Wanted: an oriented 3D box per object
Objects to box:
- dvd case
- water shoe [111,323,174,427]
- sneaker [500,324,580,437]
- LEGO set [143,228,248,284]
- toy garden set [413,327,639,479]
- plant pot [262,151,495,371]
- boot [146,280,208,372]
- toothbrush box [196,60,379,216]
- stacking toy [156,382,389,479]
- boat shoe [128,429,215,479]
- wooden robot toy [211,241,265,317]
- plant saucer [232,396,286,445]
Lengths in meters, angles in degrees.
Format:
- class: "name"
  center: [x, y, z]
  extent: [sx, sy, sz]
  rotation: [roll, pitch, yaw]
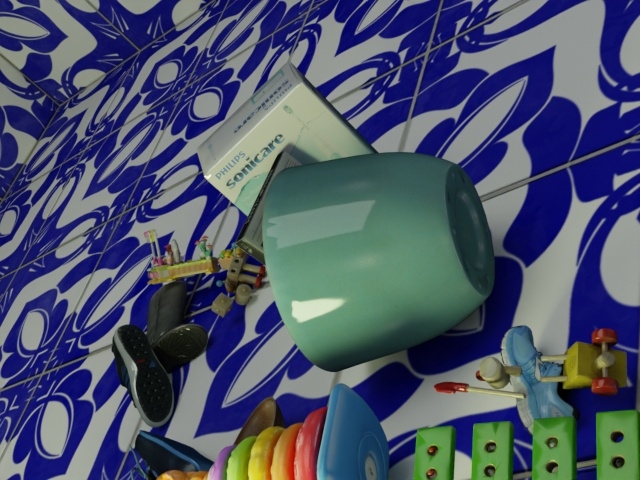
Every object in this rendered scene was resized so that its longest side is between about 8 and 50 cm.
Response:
- class: "dvd case"
  center: [0.000, 0.000, 1.565]
  extent: [0.029, 0.239, 0.179]
  rotation: [-30, 31, 50]
- class: "water shoe"
  center: [-0.318, 0.248, 1.838]
  extent: [0.203, 0.073, 0.080]
  rotation: [67, 147, 26]
- class: "sneaker"
  center: [0.261, 0.161, 1.194]
  extent: [0.073, 0.063, 0.162]
  rotation: [-27, 41, 16]
- class: "LEGO set"
  center: [-0.269, 0.020, 2.012]
  extent: [0.132, 0.107, 0.287]
  rotation: [-12, 1, -39]
- class: "toy garden set"
  center: [0.224, 0.206, 1.105]
  extent: [0.244, 0.049, 0.203]
  rotation: [-10, 55, 29]
- class: "plant pot"
  center: [0.096, 0.011, 1.387]
  extent: [0.235, 0.293, 0.293]
  rotation: [-15, 39, 24]
- class: "boot"
  center: [-0.274, 0.153, 1.953]
  extent: [0.190, 0.076, 0.208]
  rotation: [-30, 25, 26]
- class: "toothbrush box"
  center: [-0.022, -0.106, 1.675]
  extent: [0.216, 0.295, 0.126]
  rotation: [-43, 28, 9]
- class: "stacking toy"
  center: [-0.076, 0.298, 1.268]
  extent: [0.302, 0.175, 0.165]
  rotation: [-10, 39, 21]
- class: "boat shoe"
  center: [-0.240, 0.354, 1.581]
  extent: [0.258, 0.109, 0.089]
  rotation: [2, 71, 68]
- class: "wooden robot toy"
  center: [-0.148, 0.080, 1.889]
  extent: [0.079, 0.076, 0.173]
  rotation: [109, 179, -52]
- class: "plant saucer"
  center: [-0.097, 0.319, 1.456]
  extent: [0.198, 0.036, 0.198]
  rotation: [-57, 14, 23]
